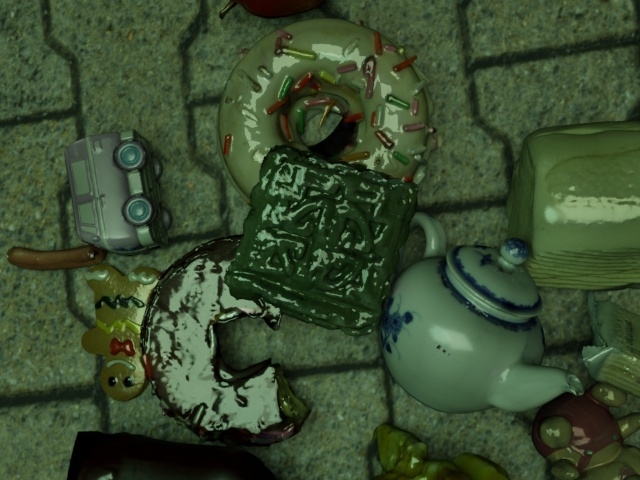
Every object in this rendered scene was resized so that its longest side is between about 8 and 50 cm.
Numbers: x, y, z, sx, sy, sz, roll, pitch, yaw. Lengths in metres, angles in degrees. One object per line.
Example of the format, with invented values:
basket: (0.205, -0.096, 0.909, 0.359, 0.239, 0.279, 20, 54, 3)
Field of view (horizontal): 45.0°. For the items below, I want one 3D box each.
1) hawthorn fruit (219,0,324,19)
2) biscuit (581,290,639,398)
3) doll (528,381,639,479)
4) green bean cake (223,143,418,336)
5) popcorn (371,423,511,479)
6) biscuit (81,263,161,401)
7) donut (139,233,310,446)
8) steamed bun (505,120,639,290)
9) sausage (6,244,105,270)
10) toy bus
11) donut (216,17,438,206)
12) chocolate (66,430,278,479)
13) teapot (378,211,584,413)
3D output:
hawthorn fruit: (-0.087, -0.447, 1.293, 0.226, 0.196, 0.196, -33, 83, 19)
biscuit: (0.543, 0.197, 1.181, 0.309, 0.186, 0.079, 24, 126, 8)
doll: (0.437, 0.353, 1.183, 0.196, 0.152, 0.255, -28, 86, 12)
green bean cake: (0.000, 0.000, 1.146, 0.241, 0.132, 0.254, 18, 97, -6)
popcorn: (0.164, 0.463, 1.160, 0.326, 0.321, 0.290, -40, 100, 19)
biscuit: (-0.343, 0.159, 1.343, 0.158, 0.035, 0.240, -3, 85, 8)
donut: (-0.161, 0.170, 1.271, 0.260, 0.136, 0.344, -8, 83, 6)
steamed bun: (0.428, -0.081, 1.190, 0.291, 0.273, 0.272, -7, 69, 2)
sausage: (-0.467, 0.029, 1.363, 0.177, 0.040, 0.047, -3, 86, 7)
toy bus: (-0.341, -0.073, 1.309, 0.142, 0.142, 0.202, -11, 83, 0)
donut: (0.005, -0.191, 1.278, 0.383, 0.142, 0.382, 0, 87, 6)
chocolate: (-0.206, 0.461, 1.173, 0.332, 0.384, 0.383, -2, 85, -11)
teapot: (0.226, 0.110, 1.161, 0.424, 0.252, 0.280, 54, 126, 41)
